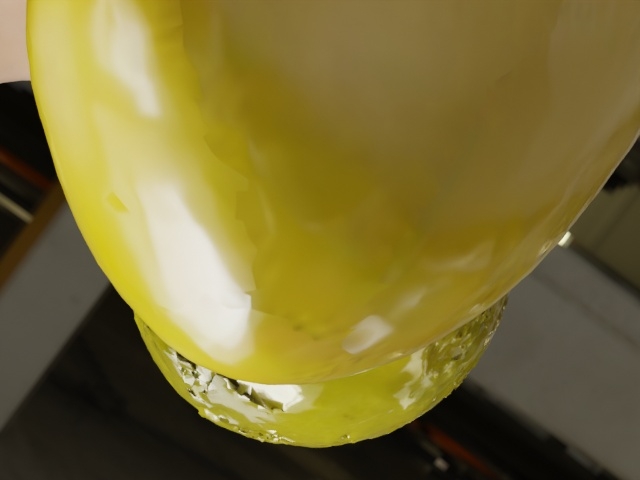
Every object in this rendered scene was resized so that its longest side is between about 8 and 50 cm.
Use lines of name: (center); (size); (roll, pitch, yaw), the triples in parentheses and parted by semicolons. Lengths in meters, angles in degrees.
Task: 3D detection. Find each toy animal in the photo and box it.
toy animal: (-0.059, -0.112, 0.413); (0.247, 0.277, 0.345); (2, 175, 42)

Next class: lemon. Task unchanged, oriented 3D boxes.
lemon: (0.000, 0.000, 0.792); (0.173, 0.173, 0.206); (35, -159, -21)
